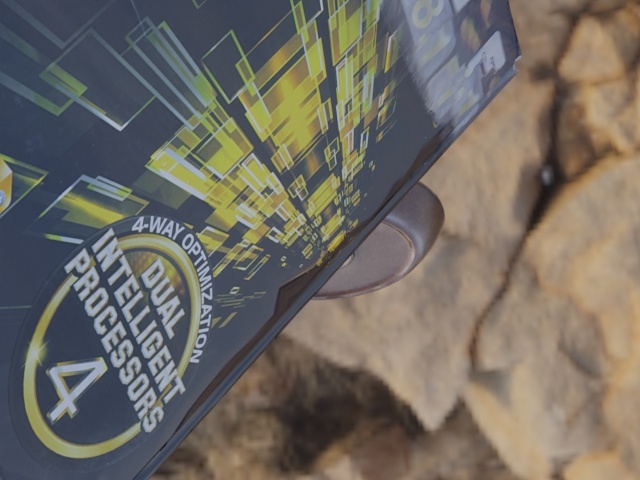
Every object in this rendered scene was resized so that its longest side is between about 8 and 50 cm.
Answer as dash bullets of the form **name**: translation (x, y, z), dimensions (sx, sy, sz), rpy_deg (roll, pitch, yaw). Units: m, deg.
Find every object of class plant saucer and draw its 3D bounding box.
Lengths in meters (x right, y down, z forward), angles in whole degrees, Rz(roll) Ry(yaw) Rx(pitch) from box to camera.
- **plant saucer**: translation (0.000, 0.000, 1.205), dimensions (0.168, 0.029, 0.168), rpy_deg (-3, 152, -1)

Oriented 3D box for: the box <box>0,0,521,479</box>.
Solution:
- **box**: translation (-0.083, -0.120, 0.637), dimensions (0.097, 0.318, 0.395), rpy_deg (20, 145, 34)
